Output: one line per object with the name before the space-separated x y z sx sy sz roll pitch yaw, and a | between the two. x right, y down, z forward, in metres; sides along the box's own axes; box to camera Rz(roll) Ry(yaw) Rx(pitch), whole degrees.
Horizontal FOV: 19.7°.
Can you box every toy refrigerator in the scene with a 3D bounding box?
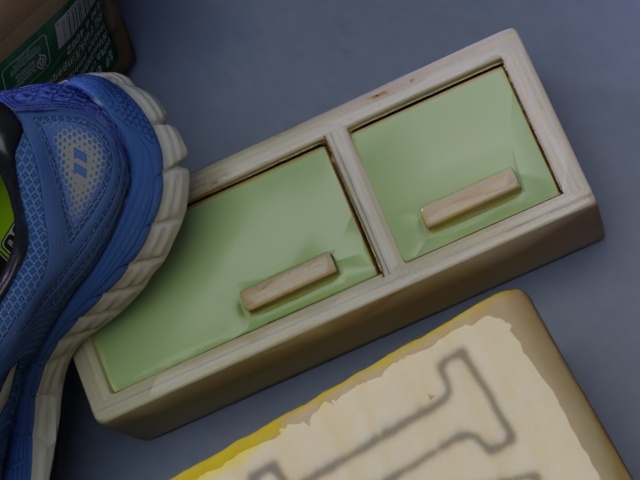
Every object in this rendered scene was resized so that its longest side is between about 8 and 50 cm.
toy refrigerator | 0.000 0.000 0.942 0.269 0.094 0.102 -24 74 6

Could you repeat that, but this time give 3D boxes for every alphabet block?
alphabet block | 0.064 0.163 0.846 0.193 0.192 0.197 -29 75 3

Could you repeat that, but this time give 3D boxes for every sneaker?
sneaker | -0.195 0.063 0.874 0.129 0.147 0.330 34 106 29

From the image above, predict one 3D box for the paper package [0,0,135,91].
paper package | -0.307 -0.112 0.942 0.309 0.168 0.325 35 65 15
